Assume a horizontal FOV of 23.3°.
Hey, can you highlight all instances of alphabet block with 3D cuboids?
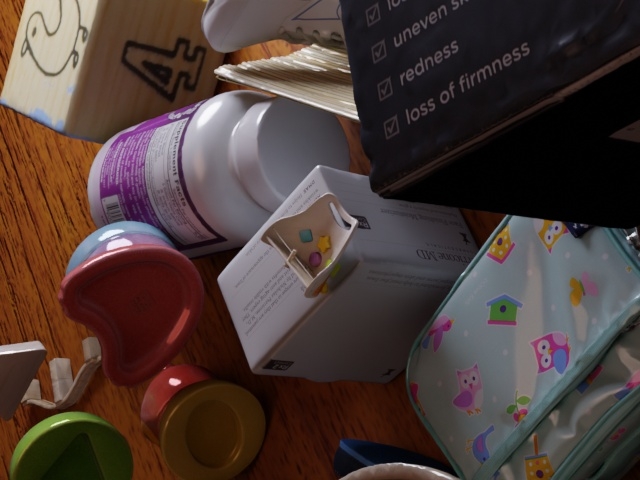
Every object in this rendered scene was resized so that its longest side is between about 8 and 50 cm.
[{"bbox_3d":[-0.245,-0.222,1.875,0.192,0.193,0.197,24,101,49],"label":"alphabet block"}]

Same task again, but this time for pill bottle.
[{"bbox_3d":[-0.110,-0.070,1.692,0.301,0.169,0.169,-12,73,49],"label":"pill bottle"}]

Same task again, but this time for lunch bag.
[{"bbox_3d":[0.206,0.097,1.314,0.279,0.108,0.224,-55,45,28],"label":"lunch bag"}]

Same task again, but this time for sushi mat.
[{"bbox_3d":[0.039,-0.156,1.549,0.316,0.151,0.019,23,126,50],"label":"sushi mat"}]

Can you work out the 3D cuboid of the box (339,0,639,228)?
[{"bbox_3d":[0.247,-0.313,1.061,0.480,0.297,0.471,-29,65,45],"label":"box"}]

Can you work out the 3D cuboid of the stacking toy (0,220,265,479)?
[{"bbox_3d":[-0.235,0.144,1.666,0.130,0.280,0.309,39,151,59],"label":"stacking toy"}]

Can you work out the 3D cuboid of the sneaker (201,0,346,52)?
[{"bbox_3d":[0.015,-0.243,1.563,0.297,0.111,0.129,-18,81,22],"label":"sneaker"}]

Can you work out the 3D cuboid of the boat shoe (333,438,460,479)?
[{"bbox_3d":[0.093,0.258,1.423,0.258,0.109,0.089,26,106,52],"label":"boat shoe"}]

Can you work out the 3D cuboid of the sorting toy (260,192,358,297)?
[{"bbox_3d":[0.000,0.000,1.360,0.075,0.045,0.083,-53,49,17],"label":"sorting toy"}]

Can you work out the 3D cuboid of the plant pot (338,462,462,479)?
[{"bbox_3d":[0.164,0.340,1.156,0.334,0.305,0.333,-15,71,49],"label":"plant pot"}]

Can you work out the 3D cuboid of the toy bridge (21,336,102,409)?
[{"bbox_3d":[-0.337,0.186,2.032,0.188,0.026,0.063,-31,61,43],"label":"toy bridge"}]

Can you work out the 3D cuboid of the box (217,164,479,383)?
[{"bbox_3d":[0.032,0.038,1.483,0.182,0.181,0.119,-47,52,33],"label":"box"}]
